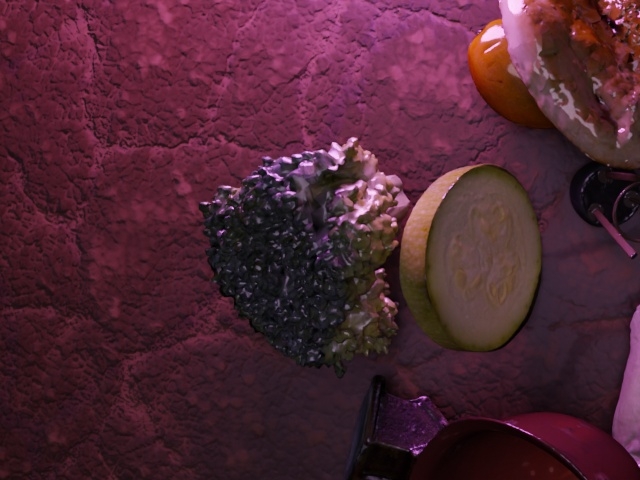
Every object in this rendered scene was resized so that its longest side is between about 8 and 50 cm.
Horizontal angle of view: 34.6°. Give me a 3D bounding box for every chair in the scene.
[{"bbox_3d":[0.412,-0.044,1.347,0.095,0.221,0.104,14,102,-13],"label":"chair"}]

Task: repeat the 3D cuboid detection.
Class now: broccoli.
[{"bbox_3d":[-0.002,-0.011,1.413,0.293,0.280,0.348,40,136,31],"label":"broccoli"}]

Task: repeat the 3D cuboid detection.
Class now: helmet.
[{"bbox_3d":[0.305,0.353,1.322,0.337,0.230,0.385,25,125,38],"label":"helmet"}]

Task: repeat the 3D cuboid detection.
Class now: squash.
[{"bbox_3d":[0.209,0.026,1.376,0.049,0.252,0.252,1,90,48],"label":"squash"}]

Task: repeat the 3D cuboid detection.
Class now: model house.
[{"bbox_3d":[0.120,0.300,1.463,0.152,0.106,0.165,16,129,2],"label":"model house"}]

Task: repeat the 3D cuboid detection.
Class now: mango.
[{"bbox_3d":[0.320,-0.216,1.405,0.253,0.113,0.139,19,90,6],"label":"mango"}]

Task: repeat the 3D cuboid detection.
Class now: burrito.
[{"bbox_3d":[0.465,0.193,1.386,0.117,0.076,0.392,11,90,19],"label":"burrito"}]

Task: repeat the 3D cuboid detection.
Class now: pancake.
[{"bbox_3d":[0.416,-0.274,1.330,0.386,0.082,0.387,1,72,-4],"label":"pancake"}]
